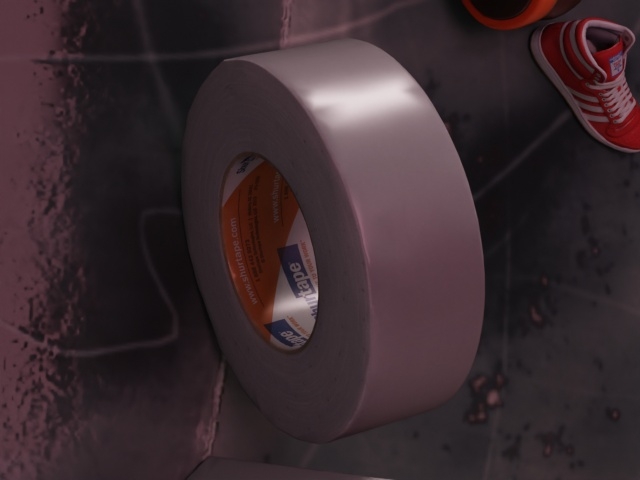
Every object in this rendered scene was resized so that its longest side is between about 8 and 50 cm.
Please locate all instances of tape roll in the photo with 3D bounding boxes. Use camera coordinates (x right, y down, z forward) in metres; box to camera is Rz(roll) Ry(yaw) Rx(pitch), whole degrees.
[{"bbox_3d":[0.000,0.000,0.861,0.072,0.219,0.219,-14,93,-28],"label":"tape roll"}]

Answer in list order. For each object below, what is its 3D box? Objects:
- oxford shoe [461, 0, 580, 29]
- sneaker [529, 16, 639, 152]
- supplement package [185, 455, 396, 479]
[{"bbox_3d":[0.118,-0.279,1.030,0.098,0.097,0.271,-18,100,-47],"label":"oxford shoe"},{"bbox_3d":[0.202,-0.107,1.061,0.118,0.067,0.042,44,69,-18],"label":"sneaker"},{"bbox_3d":[-0.027,0.239,0.805,0.204,0.262,0.145,-47,108,-23],"label":"supplement package"}]
